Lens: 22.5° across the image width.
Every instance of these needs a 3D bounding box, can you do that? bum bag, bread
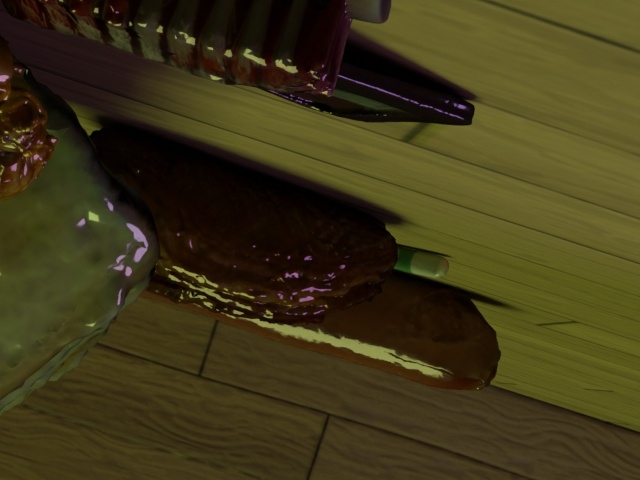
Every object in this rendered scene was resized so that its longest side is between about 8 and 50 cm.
[{"bbox_3d":[-0.023,-0.075,0.627,0.159,0.026,0.109,15,177,-41],"label":"bum bag"},{"bbox_3d":[-0.260,0.030,0.811,0.239,0.264,0.395,48,164,-4],"label":"bread"}]

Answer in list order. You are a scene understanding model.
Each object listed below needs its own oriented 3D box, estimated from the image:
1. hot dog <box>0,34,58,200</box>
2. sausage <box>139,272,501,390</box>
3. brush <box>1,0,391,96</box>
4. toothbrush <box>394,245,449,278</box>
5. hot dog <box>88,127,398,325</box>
[{"bbox_3d":[-0.144,-0.071,0.575,0.165,0.045,0.071,43,153,44],"label":"hot dog"},{"bbox_3d":[-0.040,0.042,1.437,0.419,0.094,0.094,17,-171,5],"label":"sausage"},{"bbox_3d":[-0.136,-0.109,0.514,0.321,0.050,0.060,18,178,5],"label":"brush"},{"bbox_3d":[0.000,0.000,1.272,0.257,0.018,0.024,13,167,42],"label":"toothbrush"},{"bbox_3d":[-0.060,-0.001,1.069,0.227,0.099,0.160,16,175,-11],"label":"hot dog"}]
